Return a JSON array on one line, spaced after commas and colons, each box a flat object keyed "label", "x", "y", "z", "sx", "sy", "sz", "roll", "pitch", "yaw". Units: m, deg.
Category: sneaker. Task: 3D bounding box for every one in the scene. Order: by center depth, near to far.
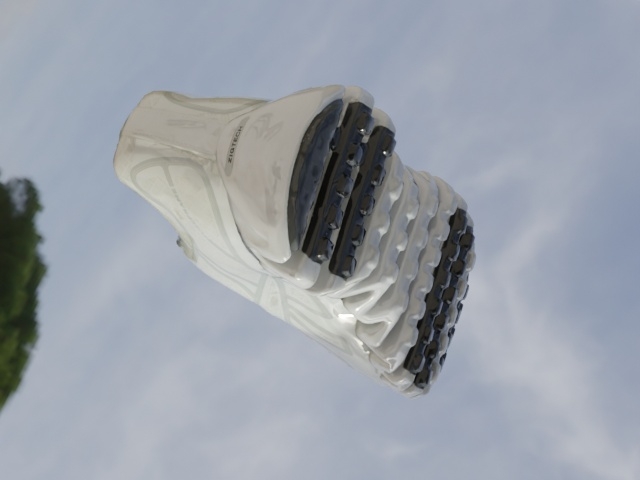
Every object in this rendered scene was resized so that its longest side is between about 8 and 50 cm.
[{"label": "sneaker", "x": 0.000, "y": 0.000, "z": 0.674, "sx": 0.118, "sy": 0.292, "sz": 0.110, "roll": 11, "pitch": -108, "yaw": 26}]
